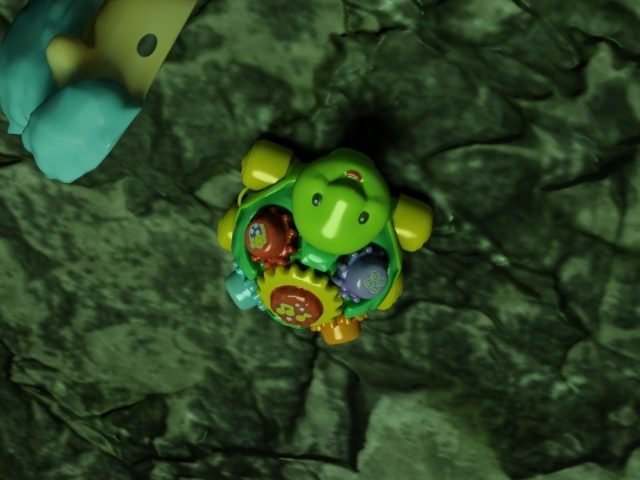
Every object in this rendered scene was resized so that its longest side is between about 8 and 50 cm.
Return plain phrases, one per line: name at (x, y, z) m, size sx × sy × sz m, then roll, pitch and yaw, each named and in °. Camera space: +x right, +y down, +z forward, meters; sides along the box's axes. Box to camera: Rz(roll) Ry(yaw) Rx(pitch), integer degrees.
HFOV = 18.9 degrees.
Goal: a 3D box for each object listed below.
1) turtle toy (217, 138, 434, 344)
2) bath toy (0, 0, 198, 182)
turtle toy at (0.000, 0.000, 0.883) m, size 0.095 × 0.066 × 0.130 m, roll 21°, pitch 141°, yaw -2°
bath toy at (-0.210, -0.163, 0.731) m, size 0.348 × 0.129 × 0.151 m, roll 37°, pitch 138°, yaw -20°
